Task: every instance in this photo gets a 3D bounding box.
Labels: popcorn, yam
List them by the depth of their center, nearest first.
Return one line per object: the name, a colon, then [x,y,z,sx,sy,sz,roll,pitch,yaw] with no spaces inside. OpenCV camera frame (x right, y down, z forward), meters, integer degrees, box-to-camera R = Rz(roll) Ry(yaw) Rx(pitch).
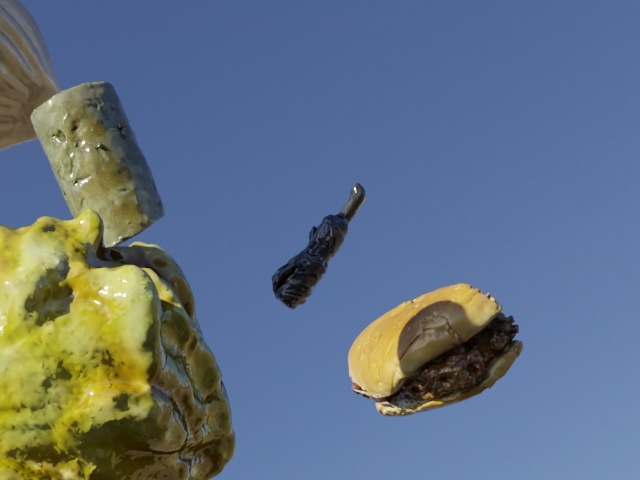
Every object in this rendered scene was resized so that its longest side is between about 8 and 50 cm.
popcorn: [-0.210,0.146,0.849,0.290,0.326,0.321,-30,-77,10]
yam: [-0.254,-0.079,1.256,0.107,0.194,0.107,-25,-9,-4]

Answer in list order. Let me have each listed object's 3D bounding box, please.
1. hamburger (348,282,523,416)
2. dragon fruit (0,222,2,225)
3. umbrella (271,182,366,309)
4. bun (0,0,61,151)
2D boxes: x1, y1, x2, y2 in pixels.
hamburger: [0.159,0.174,1.587,0.282,0.155,0.245,-37,7,11]
dragon fruit: [-0.513,0.095,1.326,0.277,0.342,0.277,19,-41,18]
umbrella: [0.007,0.004,1.777,0.248,0.071,0.071,-52,-32,-17]
bun: [-0.456,-0.214,1.518,0.175,0.263,0.263,28,-51,-9]
